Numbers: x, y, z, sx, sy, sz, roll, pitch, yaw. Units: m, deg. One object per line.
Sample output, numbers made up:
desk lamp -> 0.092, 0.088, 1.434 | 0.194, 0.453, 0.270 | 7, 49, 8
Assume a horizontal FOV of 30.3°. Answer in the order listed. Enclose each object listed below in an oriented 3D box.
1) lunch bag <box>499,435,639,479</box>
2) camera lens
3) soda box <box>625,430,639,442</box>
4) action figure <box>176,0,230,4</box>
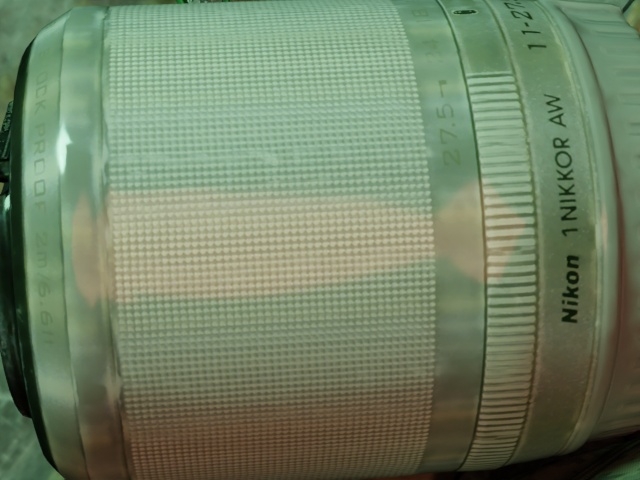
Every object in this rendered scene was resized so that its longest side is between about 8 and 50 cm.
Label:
lunch bag -> 0.134, 0.256, 0.547 | 0.213, 0.256, 0.305 | -26, 92, -31
camera lens -> 0.000, 0.000, 0.543 | 0.274, 0.219, 0.219 | -3, 91, -5
soda box -> 0.256, 0.204, 0.637 | 0.092, 0.083, 0.263 | -20, 93, -5
action figure -> -0.068, -0.208, 0.543 | 0.137, 0.063, 0.232 | -9, 116, 0
